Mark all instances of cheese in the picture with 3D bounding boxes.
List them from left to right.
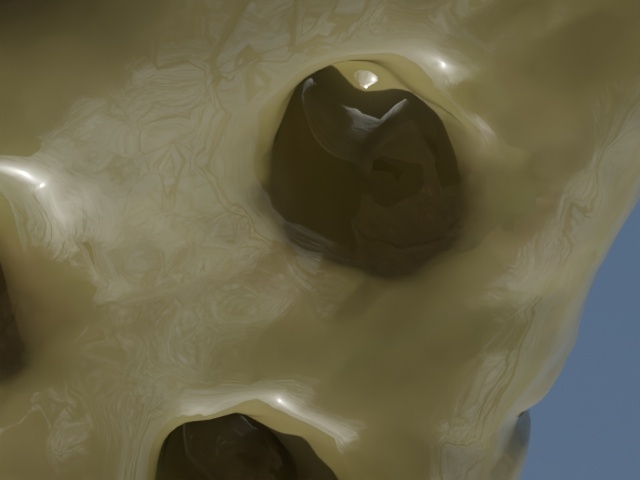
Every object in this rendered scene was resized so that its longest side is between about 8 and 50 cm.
[{"bbox_3d":[0.000,0.000,0.491,0.328,0.351,0.129,-36,-144,8],"label":"cheese"}]
